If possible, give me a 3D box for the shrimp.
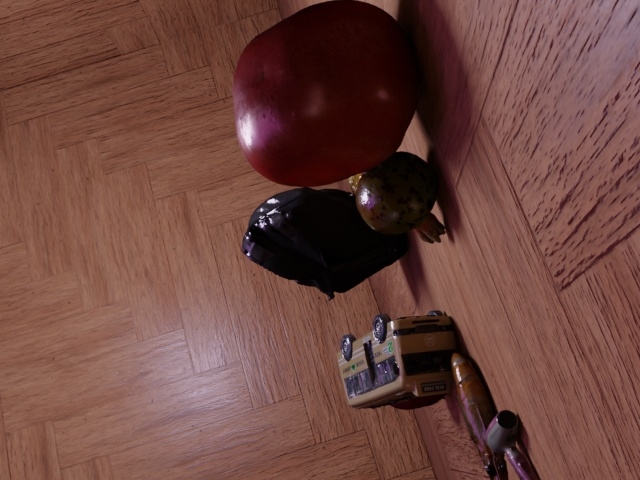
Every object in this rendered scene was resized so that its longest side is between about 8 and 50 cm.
[{"bbox_3d":[0.327,0.372,1.334,0.152,0.062,0.287,71,-176,-64],"label":"shrimp"}]

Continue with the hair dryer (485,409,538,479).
[{"bbox_3d":[0.351,0.381,1.127,0.106,0.054,0.154,83,160,-58],"label":"hair dryer"}]

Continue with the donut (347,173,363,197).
[{"bbox_3d":[0.117,-0.204,1.618,0.226,0.113,0.227,163,90,-89],"label":"donut"}]

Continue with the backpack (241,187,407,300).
[{"bbox_3d":[0.000,0.000,1.745,0.363,0.445,0.255,-38,48,40],"label":"backpack"}]

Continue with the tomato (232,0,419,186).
[{"bbox_3d":[0.003,-0.242,1.100,0.289,0.325,0.293,12,-106,-42],"label":"tomato"}]

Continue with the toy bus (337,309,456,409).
[{"bbox_3d":[0.184,0.297,1.562,0.365,0.176,0.202,131,133,-61],"label":"toy bus"}]

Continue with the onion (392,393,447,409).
[{"bbox_3d":[0.248,0.380,1.817,0.206,0.206,0.216,-29,-83,-88],"label":"onion"}]

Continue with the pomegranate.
[{"bbox_3d":[0.156,-0.072,1.200,0.205,0.159,0.159,44,-171,-19],"label":"pomegranate"}]
